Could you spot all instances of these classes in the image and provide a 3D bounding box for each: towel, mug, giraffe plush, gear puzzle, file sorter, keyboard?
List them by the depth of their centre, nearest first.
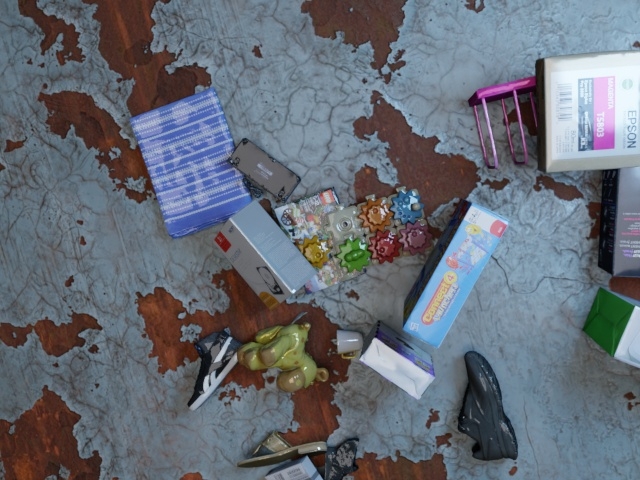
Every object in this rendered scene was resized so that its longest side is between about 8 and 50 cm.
[{"bbox_3d":[0.504,-0.276,1.493,0.291,0.202,0.182,-13,95,9],"label":"file sorter"},{"bbox_3d":[0.101,-0.014,1.612,0.339,0.044,0.175,-16,92,-5],"label":"gear puzzle"},{"bbox_3d":[-0.080,0.305,1.665,0.210,0.181,0.170,-30,103,-25],"label":"giraffe plush"},{"bbox_3d":[-0.150,-0.165,1.670,0.180,0.023,0.108,36,92,-5],"label":"keyboard"},{"bbox_3d":[0.074,0.259,1.681,0.064,0.078,0.062,-3,62,-1],"label":"mug"},{"bbox_3d":[-0.331,-0.194,1.697,0.243,0.040,0.335,-18,92,8],"label":"towel"}]

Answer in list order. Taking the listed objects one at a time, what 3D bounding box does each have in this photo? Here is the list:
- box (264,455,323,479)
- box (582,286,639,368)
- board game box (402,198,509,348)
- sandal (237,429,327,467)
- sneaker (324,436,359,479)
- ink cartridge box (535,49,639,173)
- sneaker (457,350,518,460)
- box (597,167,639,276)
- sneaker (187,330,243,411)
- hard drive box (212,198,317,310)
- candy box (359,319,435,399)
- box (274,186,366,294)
[{"bbox_3d":[-0.039,0.658,1.707,0.145,0.038,0.186,-34,89,35],"label":"box"},{"bbox_3d":[0.745,0.219,1.475,0.231,0.262,0.126,20,97,6],"label":"box"},{"bbox_3d":[0.295,0.061,1.501,0.086,0.302,0.308,28,98,4],"label":"board game box"},{"bbox_3d":[-0.101,0.531,1.724,0.240,0.088,0.079,-14,60,11],"label":"sandal"},{"bbox_3d":[0.057,0.591,1.709,0.089,0.051,0.170,1,92,12],"label":"sneaker"},{"bbox_3d":[0.544,-0.260,1.348,0.193,0.088,0.234,-4,100,7],"label":"ink cartridge box"},{"bbox_3d":[0.390,0.413,1.624,0.130,0.109,0.286,-17,91,15],"label":"sneaker"},{"bbox_3d":[0.738,-0.057,1.509,0.165,0.143,0.270,2,96,10],"label":"box"},{"bbox_3d":[-0.300,0.328,1.726,0.121,0.079,0.217,39,91,6],"label":"sneaker"},{"bbox_3d":[-0.139,0.040,1.615,0.089,0.181,0.232,-39,88,-29],"label":"hard drive box"},{"bbox_3d":[0.184,0.282,1.589,0.165,0.196,0.070,34,98,4],"label":"candy box"},{"bbox_3d":[0.000,0.000,1.665,0.159,0.044,0.233,-21,92,9],"label":"box"}]
